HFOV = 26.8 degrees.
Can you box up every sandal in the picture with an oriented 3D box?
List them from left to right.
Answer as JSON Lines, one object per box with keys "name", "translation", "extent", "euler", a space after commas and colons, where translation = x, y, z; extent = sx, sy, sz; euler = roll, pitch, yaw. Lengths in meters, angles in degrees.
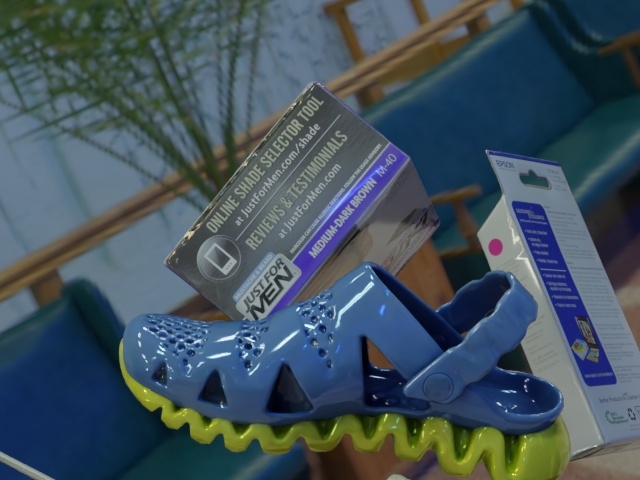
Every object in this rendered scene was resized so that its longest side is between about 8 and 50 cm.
{"name": "sandal", "translation": [0.023, 0.074, 0.918], "extent": [0.317, 0.138, 0.126], "euler": [6, 19, -6]}

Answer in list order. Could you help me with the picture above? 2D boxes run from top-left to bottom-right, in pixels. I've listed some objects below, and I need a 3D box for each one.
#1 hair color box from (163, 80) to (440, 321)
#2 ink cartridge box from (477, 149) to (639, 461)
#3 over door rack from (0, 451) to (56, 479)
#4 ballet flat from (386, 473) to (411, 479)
{"name": "hair color box", "translation": [0.000, 0.000, 1.168], "extent": [0.185, 0.110, 0.339], "euler": [-51, -13, 0]}
{"name": "ink cartridge box", "translation": [0.289, 0.073, 1.592], "extent": [0.069, 0.371, 0.175], "euler": [-30, -21, 35]}
{"name": "over door rack", "translation": [-0.212, 0.282, 0.972], "extent": [0.324, 0.240, 0.108], "euler": [16, -9, 31]}
{"name": "ballet flat", "translation": [0.036, 0.173, 0.772], "extent": [0.057, 0.052, 0.168], "euler": [-62, -3, -35]}
